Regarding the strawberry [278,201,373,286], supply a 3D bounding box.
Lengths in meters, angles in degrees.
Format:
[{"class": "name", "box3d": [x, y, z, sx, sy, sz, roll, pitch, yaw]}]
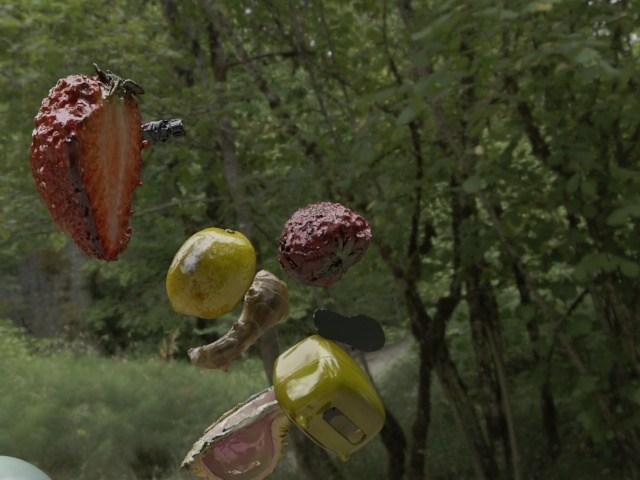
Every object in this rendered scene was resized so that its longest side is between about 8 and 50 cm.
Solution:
[{"class": "strawberry", "box3d": [0.000, 0.000, 1.793, 0.274, 0.220, 0.274, -25, -31, -16]}]

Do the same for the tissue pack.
[{"class": "tissue pack", "box3d": [0.016, 0.239, 0.987, 0.123, 0.127, 0.178, -36, -54, 6]}]

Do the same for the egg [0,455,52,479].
[{"class": "egg", "box3d": [-0.384, 0.382, 0.773, 0.183, 0.264, 0.183, 0, 12, 0]}]

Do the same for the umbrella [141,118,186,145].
[{"class": "umbrella", "box3d": [-0.390, -0.213, 1.362, 0.224, 0.080, 0.071, -10, -24, 0]}]

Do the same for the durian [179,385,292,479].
[{"class": "durian", "box3d": [-0.157, 0.416, 1.496, 0.305, 0.185, 0.195, -38, 23, 2]}]

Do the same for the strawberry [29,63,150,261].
[{"class": "strawberry", "box3d": [-0.311, -0.103, 0.853, 0.107, 0.235, 0.175, 7, -16, 17]}]

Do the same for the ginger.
[{"class": "ginger", "box3d": [-0.171, 0.181, 1.476, 0.086, 0.131, 0.294, 8, 39, 44]}]

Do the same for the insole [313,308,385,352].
[{"class": "insole", "box3d": [0.049, 0.141, 1.036, 0.004, 0.064, 0.188, -22, -27, 33]}]

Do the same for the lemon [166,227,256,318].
[{"class": "lemon", "box3d": [-0.227, 0.069, 1.380, 0.170, 0.207, 0.170, 31, -4, 3]}]
